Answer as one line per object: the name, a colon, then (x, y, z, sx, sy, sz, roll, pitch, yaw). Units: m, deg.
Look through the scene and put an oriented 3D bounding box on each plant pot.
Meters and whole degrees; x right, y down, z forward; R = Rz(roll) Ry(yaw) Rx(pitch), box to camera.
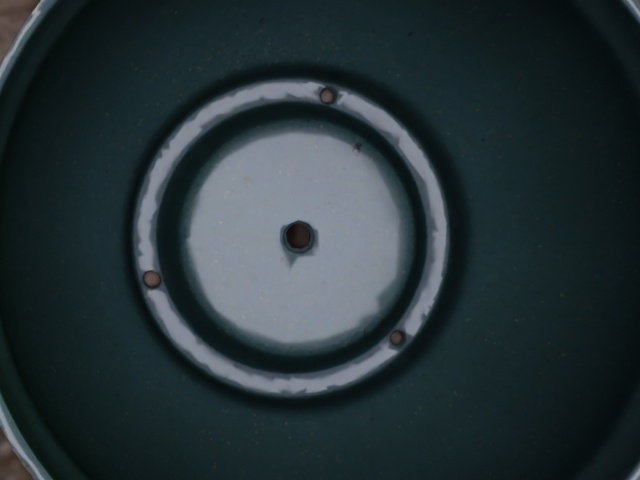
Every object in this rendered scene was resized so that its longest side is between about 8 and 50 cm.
plant pot: (0.000, 0.000, 0.603, 0.293, 0.196, 0.293, 0, 91, -8)
